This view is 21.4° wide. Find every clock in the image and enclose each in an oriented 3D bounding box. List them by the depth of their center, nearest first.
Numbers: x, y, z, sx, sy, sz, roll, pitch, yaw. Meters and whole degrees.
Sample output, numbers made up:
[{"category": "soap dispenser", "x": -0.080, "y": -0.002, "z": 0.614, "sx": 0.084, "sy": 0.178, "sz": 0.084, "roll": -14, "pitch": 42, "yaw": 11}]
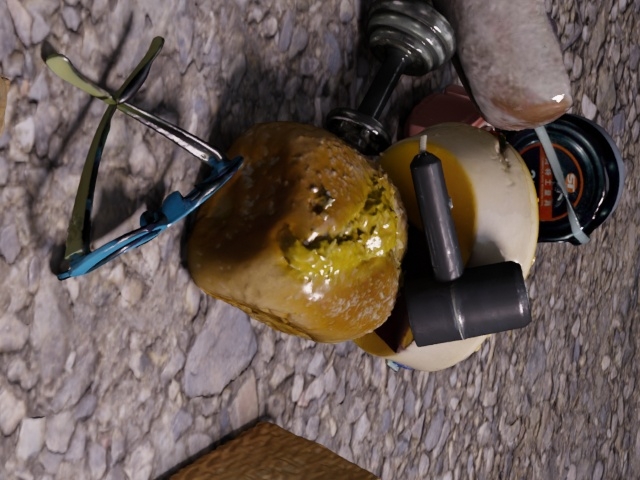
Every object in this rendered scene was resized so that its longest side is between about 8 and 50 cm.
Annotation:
[{"category": "clock", "x": 0.153, "y": -0.094, "z": 2.082, "sx": 0.166, "sy": 0.093, "sz": 0.162, "roll": -43, "pitch": 142, "yaw": -52}]

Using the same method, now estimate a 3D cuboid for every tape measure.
[{"category": "tape measure", "x": 0.317, "y": -0.082, "z": 2.279, "sx": 0.107, "sy": 0.181, "sz": 0.182, "roll": -18, "pitch": 111, "yaw": -63}]

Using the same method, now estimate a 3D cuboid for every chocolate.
[{"category": "chocolate", "x": 0.186, "y": -0.270, "z": 1.963, "sx": 0.185, "sy": 0.100, "sz": 0.303, "roll": 160, "pitch": -87, "yaw": -77}]

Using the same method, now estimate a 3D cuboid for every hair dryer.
[{"category": "hair dryer", "x": 0.134, "y": -0.004, "z": 1.711, "sx": 0.071, "sy": 0.124, "sz": 0.219, "roll": -77, "pitch": 153, "yaw": -74}]

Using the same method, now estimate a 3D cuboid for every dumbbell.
[{"category": "dumbbell", "x": 0.068, "y": -0.166, "z": 1.891, "sx": 0.254, "sy": 0.110, "sz": 0.110, "roll": -63, "pitch": 147, "yaw": -21}]

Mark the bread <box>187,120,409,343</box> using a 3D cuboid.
[{"category": "bread", "x": 0.000, "y": 0.000, "z": 1.722, "sx": 0.246, "sy": 0.176, "sz": 0.195, "roll": 34, "pitch": 71, "yaw": -60}]

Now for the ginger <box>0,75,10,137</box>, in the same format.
[{"category": "ginger", "x": -0.295, "y": -0.079, "z": 1.294, "sx": 0.173, "sy": 0.051, "sz": 0.069, "roll": -52, "pitch": 136, "yaw": -46}]

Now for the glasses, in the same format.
[{"category": "glasses", "x": -0.158, "y": -0.079, "z": 1.488, "sx": 0.239, "sy": 0.102, "sz": 0.207, "roll": -41, "pitch": 132, "yaw": -50}]

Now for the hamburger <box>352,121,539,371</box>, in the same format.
[{"category": "hamburger", "x": 0.130, "y": 0.008, "z": 1.874, "sx": 0.151, "sy": 0.227, "sz": 0.295, "roll": 0, "pitch": 138, "yaw": -43}]

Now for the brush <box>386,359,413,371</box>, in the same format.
[{"category": "brush", "x": 0.116, "y": 0.077, "z": 2.112, "sx": 0.033, "sy": 0.030, "sz": 0.178, "roll": 28, "pitch": 72, "yaw": -50}]

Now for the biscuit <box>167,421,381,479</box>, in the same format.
[{"category": "biscuit", "x": -0.057, "y": 0.259, "z": 1.707, "sx": 0.250, "sy": 0.160, "sz": 0.030, "roll": -26, "pitch": 135, "yaw": -58}]
